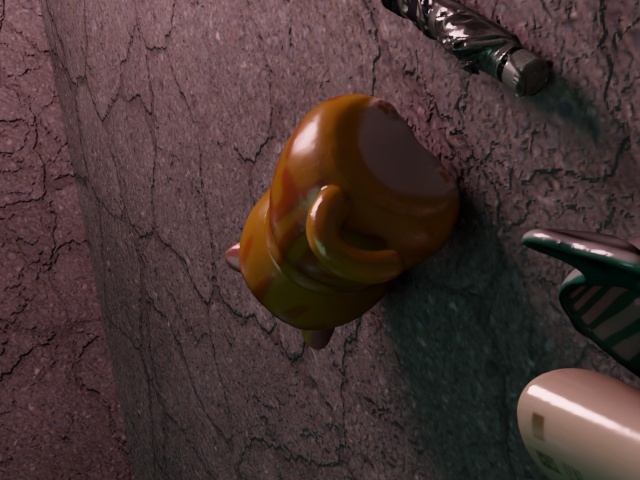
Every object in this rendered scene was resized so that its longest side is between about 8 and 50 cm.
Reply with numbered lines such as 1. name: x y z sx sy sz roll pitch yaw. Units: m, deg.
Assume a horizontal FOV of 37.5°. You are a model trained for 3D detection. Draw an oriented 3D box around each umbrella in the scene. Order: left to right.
1. umbrella: 0.104 -0.165 0.738 0.188 0.050 0.046 50 164 40

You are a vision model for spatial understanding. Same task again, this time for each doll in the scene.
1. doll: 0.016 -0.012 0.861 0.166 0.162 0.269 54 158 11

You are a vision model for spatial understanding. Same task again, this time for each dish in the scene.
1. dish: 0.222 0.040 0.503 0.078 0.246 0.224 -56 29 -7

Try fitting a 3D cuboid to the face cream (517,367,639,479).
1. face cream: 0.267 0.161 0.472 0.349 0.174 0.081 19 78 58
